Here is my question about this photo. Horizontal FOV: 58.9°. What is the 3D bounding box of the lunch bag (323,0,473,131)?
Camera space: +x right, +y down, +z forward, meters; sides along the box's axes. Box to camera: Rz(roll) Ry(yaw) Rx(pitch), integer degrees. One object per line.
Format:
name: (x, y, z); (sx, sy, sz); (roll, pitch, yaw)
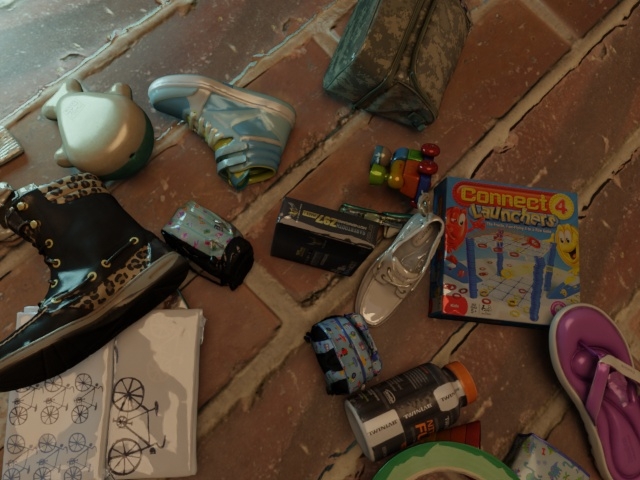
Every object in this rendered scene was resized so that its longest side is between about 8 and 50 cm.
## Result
lunch bag: (0.188, -0.428, 1.270); (0.256, 0.212, 0.305); (26, 74, -18)

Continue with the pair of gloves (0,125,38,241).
pair of gloves: (-0.683, -0.103, 1.147); (0.204, 0.042, 0.240); (-29, 81, -13)

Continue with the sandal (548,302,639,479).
sandal: (0.598, 0.315, 1.143); (0.169, 0.102, 0.416); (-25, 97, -13)

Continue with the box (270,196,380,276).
box: (0.000, 0.000, 1.115); (0.184, 0.232, 0.059); (16, 72, -4)

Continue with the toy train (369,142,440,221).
toy train: (0.166, -0.125, 1.190); (0.143, 0.105, 0.248); (12, 35, 7)

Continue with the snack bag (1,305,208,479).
snack bag: (-0.385, 0.282, 1.033); (0.343, 0.037, 0.323); (2, 77, -8)

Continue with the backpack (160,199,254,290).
backpack: (-0.226, 0.004, 1.141); (0.182, 0.152, 0.115); (31, 68, 13)

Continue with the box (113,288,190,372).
box: (-0.369, 0.187, 1.108); (0.244, 0.060, 0.100); (-30, 82, -13)

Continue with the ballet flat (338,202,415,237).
ballet flat: (0.129, -0.037, 1.238); (0.189, 0.070, 0.070); (9, 75, -4)

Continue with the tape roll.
tape roll: (0.222, 0.518, 0.987); (0.321, 0.077, 0.321); (-2, 71, 7)

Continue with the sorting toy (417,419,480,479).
sorting toy: (0.237, 0.529, 1.098); (0.126, 0.127, 0.365); (4, 72, 18)

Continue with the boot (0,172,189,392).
boot: (-0.462, 0.057, 1.001); (0.377, 0.138, 0.284); (-37, 75, -26)

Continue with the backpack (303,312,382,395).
backpack: (0.050, 0.216, 1.099); (0.117, 0.173, 0.158); (-21, 79, -12)

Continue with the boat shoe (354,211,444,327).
boat shoe: (0.161, 0.060, 1.167); (0.098, 0.096, 0.277); (31, 92, -4)

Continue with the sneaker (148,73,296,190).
sneaker: (-0.221, -0.220, 1.196); (0.319, 0.127, 0.208); (11, 74, -4)

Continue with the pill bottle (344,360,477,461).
pill bottle: (0.182, 0.323, 1.113); (0.246, 0.130, 0.130); (-21, 80, -12)

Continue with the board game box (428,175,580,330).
board game box: (0.402, 0.032, 1.238); (0.308, 0.086, 0.301); (6, 76, -6)

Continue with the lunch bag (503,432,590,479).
lunch bag: (0.443, 0.479, 1.129); (0.151, 0.096, 0.128); (32, 74, 11)

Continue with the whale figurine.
whale figurine: (-0.459, -0.230, 1.179); (0.272, 0.141, 0.216); (35, 85, 26)
